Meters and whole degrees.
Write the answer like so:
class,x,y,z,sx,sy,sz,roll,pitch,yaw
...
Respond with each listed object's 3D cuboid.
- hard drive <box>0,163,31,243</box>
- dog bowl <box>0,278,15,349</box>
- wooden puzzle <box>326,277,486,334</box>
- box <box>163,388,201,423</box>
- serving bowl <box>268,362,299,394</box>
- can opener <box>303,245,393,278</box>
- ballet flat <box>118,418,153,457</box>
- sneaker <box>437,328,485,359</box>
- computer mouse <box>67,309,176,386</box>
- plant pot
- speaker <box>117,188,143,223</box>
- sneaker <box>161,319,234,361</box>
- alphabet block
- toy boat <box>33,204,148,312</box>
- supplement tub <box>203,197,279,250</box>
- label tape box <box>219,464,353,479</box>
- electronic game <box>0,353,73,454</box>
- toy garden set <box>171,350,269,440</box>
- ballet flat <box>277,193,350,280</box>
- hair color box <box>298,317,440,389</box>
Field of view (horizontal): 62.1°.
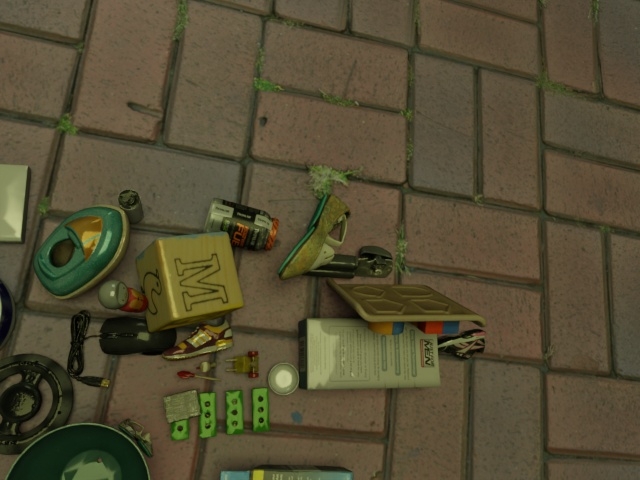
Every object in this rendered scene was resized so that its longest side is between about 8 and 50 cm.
class,x,y,z,sx,sy,sz,roll,pitch,yaw
hard drive,-0.904,-0.096,1.325,0.307,0.040,0.203,1,76,-15
dog bowl,-0.868,0.176,1.232,0.264,0.104,0.265,4,75,-14
wooden puzzle,0.212,0.182,1.422,0.347,0.322,0.081,6,98,-15
box,-0.341,0.409,1.311,0.083,0.018,0.067,-11,81,-16
serving bowl,-0.101,0.372,1.428,0.083,0.027,0.083,4,75,-14
can opener,0.075,0.060,1.544,0.283,0.076,0.095,5,43,-13
ballet flat,-0.443,0.481,1.305,0.114,0.041,0.041,45,70,-1
sneaker,0.411,0.316,1.559,0.178,0.072,0.077,-9,89,-11
computer mouse,-0.501,0.275,1.328,0.262,0.060,0.184,9,73,-12
plant pot,-0.525,0.550,1.181,0.290,0.195,0.290,4,76,-15
speaker,-0.492,-0.087,1.381,0.055,0.136,0.055,3,76,-14
sneaker,-0.322,0.259,1.380,0.185,0.069,0.084,-8,77,-25
alphabet block,-0.329,0.103,1.326,0.193,0.192,0.197,-7,77,-35
toy boat,-0.541,0.055,1.272,0.318,0.148,0.267,41,86,21
supplement tub,-0.217,-0.039,1.453,0.190,0.117,0.117,15,73,-10
label tape box,-0.095,0.685,1.309,0.333,0.106,0.241,7,75,-13
electronic game,-0.707,0.383,1.252,0.229,0.048,0.229,6,67,-13
toy garden set,-0.259,0.395,1.372,0.244,0.049,0.204,0,78,-14
ballet flat,0.000,0.000,1.452,0.123,0.123,0.348,34,44,-5
hair color box,0.132,0.311,1.461,0.374,0.113,0.185,3,76,-14
